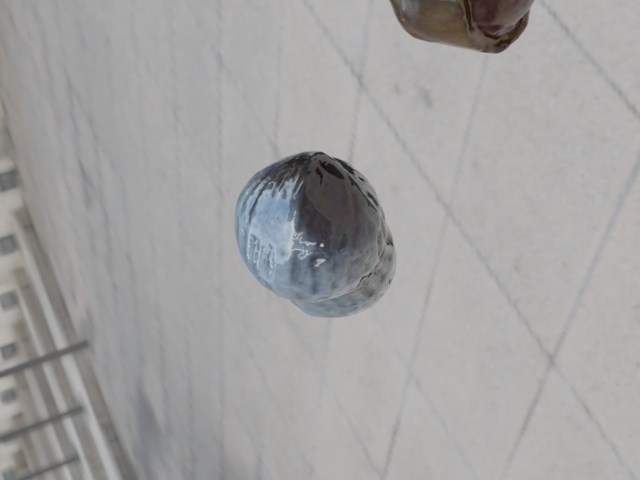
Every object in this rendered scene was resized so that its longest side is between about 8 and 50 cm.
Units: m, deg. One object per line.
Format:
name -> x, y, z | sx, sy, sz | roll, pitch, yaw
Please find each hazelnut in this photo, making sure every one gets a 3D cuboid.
hazelnut -> 0.136, -0.272, 1.161 | 0.201, 0.161, 0.170 | 60, -158, -77

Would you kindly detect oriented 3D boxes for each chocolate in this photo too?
chocolate -> 0.000, 0.000, 0.600 | 0.167, 0.072, 0.072 | 57, -170, -78
